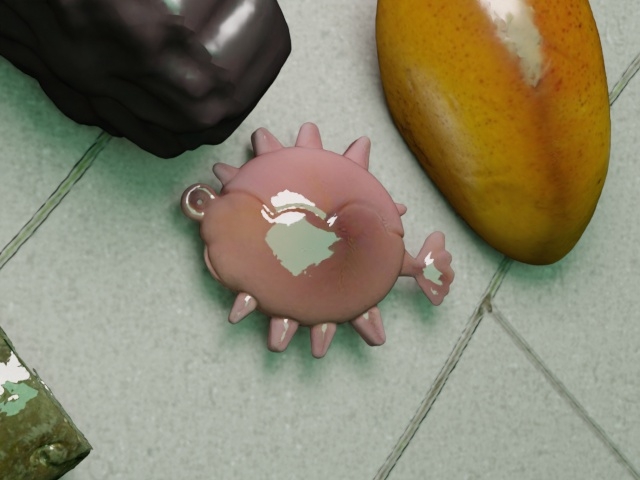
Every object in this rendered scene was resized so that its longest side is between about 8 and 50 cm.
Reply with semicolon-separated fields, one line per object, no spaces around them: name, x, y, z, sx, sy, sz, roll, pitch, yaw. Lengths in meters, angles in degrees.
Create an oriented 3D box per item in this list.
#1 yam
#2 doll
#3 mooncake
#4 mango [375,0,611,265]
yam;-0.336;0.185;1.095;0.304;0.168;0.168;-37;99;-21
doll;0.000;0.000;1.267;0.262;0.093;0.211;10;80;-19
mooncake;-0.163;-0.184;1.120;0.283;0.283;0.141;38;72;-14
mango;0.163;-0.131;1.300;0.201;0.199;0.350;-16;106;8
